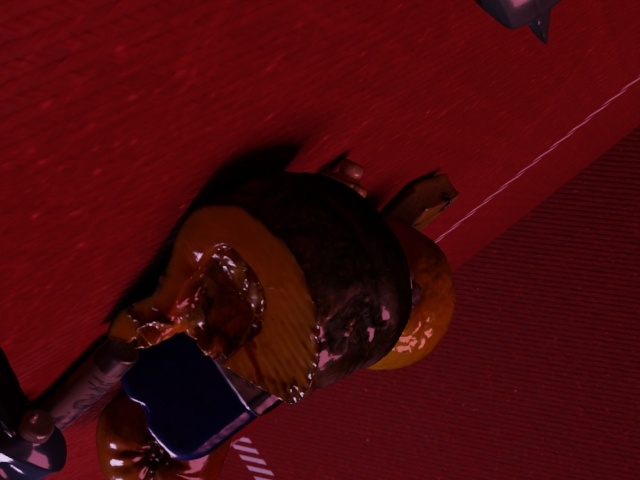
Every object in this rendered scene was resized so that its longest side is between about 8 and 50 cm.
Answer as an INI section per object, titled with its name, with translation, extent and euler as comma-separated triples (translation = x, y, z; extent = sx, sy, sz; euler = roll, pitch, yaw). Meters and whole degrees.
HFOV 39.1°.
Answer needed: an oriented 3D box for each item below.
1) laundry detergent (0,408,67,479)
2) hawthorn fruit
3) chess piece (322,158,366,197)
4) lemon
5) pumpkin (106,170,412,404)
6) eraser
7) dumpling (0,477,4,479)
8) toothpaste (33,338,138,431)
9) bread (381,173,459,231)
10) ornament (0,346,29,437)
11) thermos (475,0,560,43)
[laundry detergent]
translation = -0.330, 0.237, 0.941
extent = 0.097, 0.061, 0.206
euler = 26, 126, -26
[hawthorn fruit]
translation = -0.203, 0.263, 1.181
extent = 0.189, 0.189, 0.189
euler = -35, 168, -8
[chess piece]
translation = -0.001, 0.000, 0.906
extent = 0.172, 0.060, 0.060
euler = -67, 163, 6
[lemon]
translation = 0.075, 0.064, 1.141
extent = 0.188, 0.188, 0.256
euler = -37, -162, 3
[pumpkin]
translation = -0.049, 0.065, 0.800
extent = 0.139, 0.190, 0.280
euler = -26, 165, -46
[eraser]
translation = -0.055, 0.098, 0.999
extent = 0.332, 0.155, 0.101
euler = -38, 170, 8
[dumpling]
translation = -0.375, 0.307, 0.791
extent = 0.258, 0.193, 0.147
euler = -31, 172, -39
[toothpaste]
translation = -0.275, 0.177, 0.958
extent = 0.239, 0.039, 0.062
euler = -42, 153, 28
[bread]
translation = 0.101, -0.009, 1.297
extent = 0.088, 0.049, 0.226
euler = -25, 165, -44
[ornament]
translation = -0.298, 0.126, 0.581
extent = 0.203, 0.088, 0.081
euler = -24, -173, -17
[thermos]
translation = 0.184, -0.235, 0.462
extent = 0.287, 0.145, 0.182
euler = -37, 137, 7
